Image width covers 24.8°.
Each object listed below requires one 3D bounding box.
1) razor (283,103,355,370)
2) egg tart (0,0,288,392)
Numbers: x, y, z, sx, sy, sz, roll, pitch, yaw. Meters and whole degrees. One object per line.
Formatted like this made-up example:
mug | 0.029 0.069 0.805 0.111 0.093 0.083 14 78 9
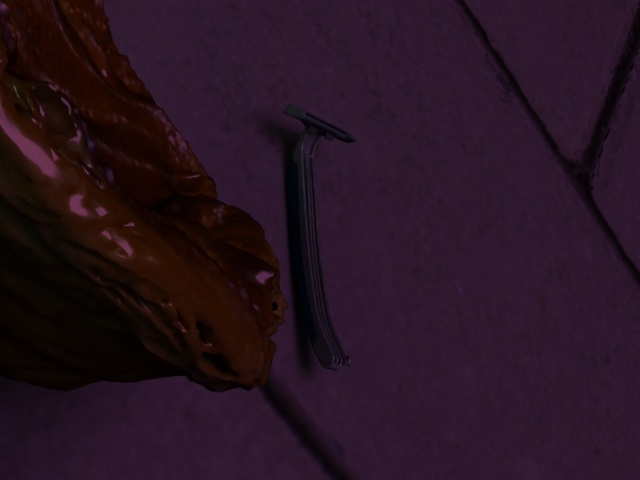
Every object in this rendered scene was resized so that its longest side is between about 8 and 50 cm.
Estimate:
razor | -0.003 0.001 1.046 0.068 0.037 0.191 19 62 -52
egg tart | -0.149 -0.052 0.726 0.339 0.153 0.351 59 1 -21
